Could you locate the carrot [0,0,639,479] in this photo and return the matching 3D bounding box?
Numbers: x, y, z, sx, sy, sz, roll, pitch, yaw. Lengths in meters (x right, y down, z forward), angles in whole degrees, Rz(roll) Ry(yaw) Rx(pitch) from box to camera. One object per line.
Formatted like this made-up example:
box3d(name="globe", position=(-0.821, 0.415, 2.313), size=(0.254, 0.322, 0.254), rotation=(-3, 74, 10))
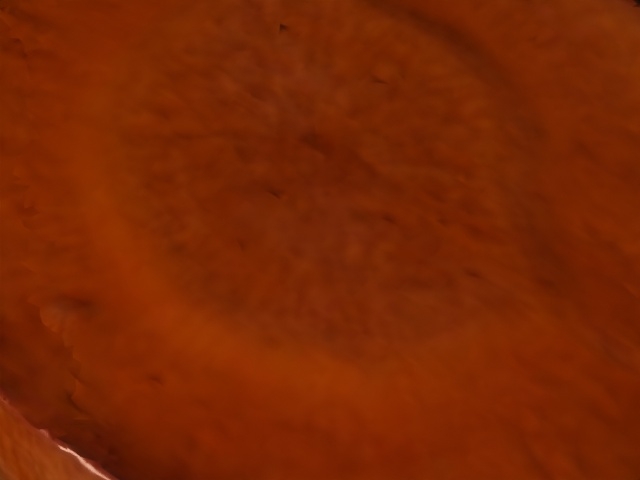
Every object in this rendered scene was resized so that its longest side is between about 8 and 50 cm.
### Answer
box3d(name="carrot", position=(0.000, 0.000, 0.492), size=(0.307, 0.258, 0.100), rotation=(30, 155, 26))
